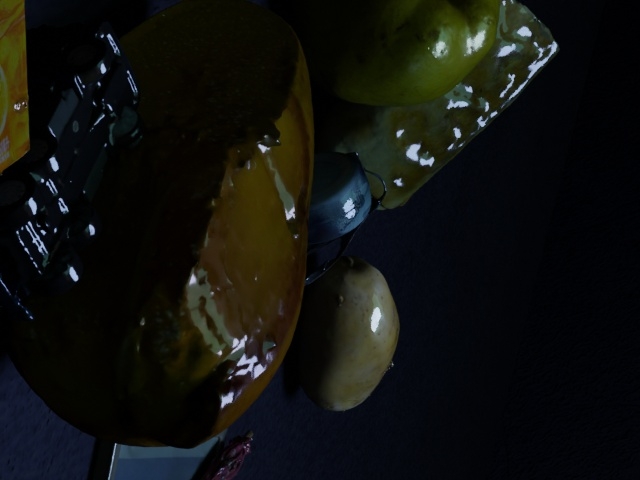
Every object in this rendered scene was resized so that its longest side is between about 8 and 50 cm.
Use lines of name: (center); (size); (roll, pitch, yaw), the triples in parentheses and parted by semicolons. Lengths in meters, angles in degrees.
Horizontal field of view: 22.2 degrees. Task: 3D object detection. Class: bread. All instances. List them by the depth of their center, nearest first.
bread: (0.103, -0.141, 1.643); (0.268, 0.130, 0.152); (-45, 145, 4)

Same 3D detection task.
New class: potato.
potato: (0.028, 0.099, 1.719); (0.118, 0.109, 0.178); (-98, -167, -58)

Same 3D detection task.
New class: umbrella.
umbrella: (-0.089, 0.205, 1.448); (0.027, 0.025, 0.165); (-68, 170, 25)

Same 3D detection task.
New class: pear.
pear: (0.063, -0.214, 1.492); (0.200, 0.200, 0.200); (10, 90, -76)

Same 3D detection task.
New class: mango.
mango: (-0.094, -0.029, 1.058); (0.199, 0.201, 0.350); (-40, -155, 39)

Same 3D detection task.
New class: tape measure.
tape measure: (0.004, 0.001, 1.559); (0.107, 0.104, 0.180); (-69, 162, -49)

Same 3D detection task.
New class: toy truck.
toy truck: (-0.168, -0.032, 0.910); (0.074, 0.088, 0.202); (66, 33, -44)

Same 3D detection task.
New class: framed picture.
framed picture: (-0.142, 0.250, 1.350); (0.289, 0.016, 0.213); (30, 71, -75)

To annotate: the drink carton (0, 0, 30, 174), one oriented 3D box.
drink carton: (-0.192, -0.134, 0.785); (0.096, 0.071, 0.223); (-53, 149, -60)
